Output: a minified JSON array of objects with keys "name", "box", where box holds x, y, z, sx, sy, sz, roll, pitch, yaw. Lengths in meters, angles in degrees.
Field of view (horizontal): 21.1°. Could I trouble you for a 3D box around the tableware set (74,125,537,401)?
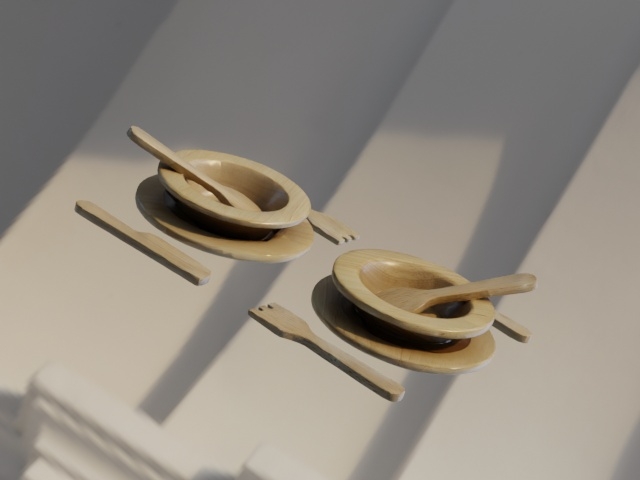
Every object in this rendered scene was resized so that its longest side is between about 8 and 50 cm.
[{"name":"tableware set","box":[0.000,0.000,0.788,0.194,0.128,0.039,29,-65,27]}]
